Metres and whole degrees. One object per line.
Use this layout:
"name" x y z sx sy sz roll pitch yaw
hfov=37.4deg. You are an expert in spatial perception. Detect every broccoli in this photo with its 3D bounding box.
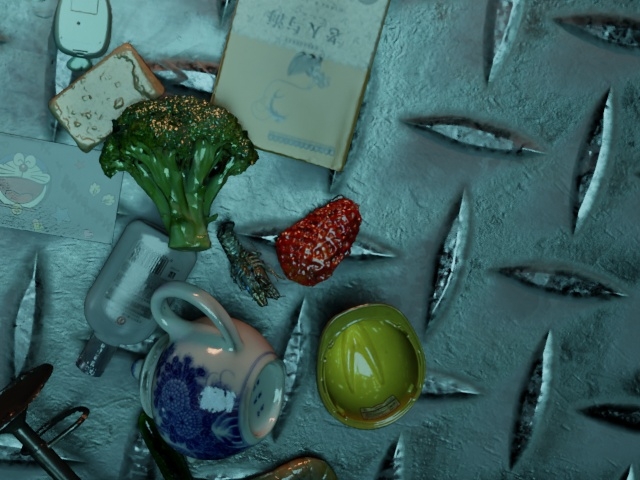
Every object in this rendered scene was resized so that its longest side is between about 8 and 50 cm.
"broccoli" -0.222 -0.111 1.575 0.269 0.254 0.269 7 74 -24

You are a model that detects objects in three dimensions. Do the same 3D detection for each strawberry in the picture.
"strawberry" 0.000 0.000 1.731 0.121 0.082 0.188 40 96 -12

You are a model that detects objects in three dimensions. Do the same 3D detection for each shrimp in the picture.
"shrimp" -0.130 0.042 1.726 0.082 0.076 0.174 -33 96 -14
"shrimp" -0.081 0.537 1.849 0.261 0.051 0.198 -18 105 -9

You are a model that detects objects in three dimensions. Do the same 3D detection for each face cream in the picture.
"face cream" -0.345 0.112 1.698 0.144 0.071 0.291 28 96 -16

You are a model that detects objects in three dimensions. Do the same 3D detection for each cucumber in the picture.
"cucumber" -0.277 0.441 1.793 0.056 0.056 0.284 -22 110 -5

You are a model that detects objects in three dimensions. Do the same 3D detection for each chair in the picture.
"chair" -0.439 0.439 1.676 0.226 0.226 0.401 -36 105 -1

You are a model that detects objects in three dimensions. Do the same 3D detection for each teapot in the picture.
"teapot" -0.217 0.252 1.679 0.280 0.252 0.424 10 126 23

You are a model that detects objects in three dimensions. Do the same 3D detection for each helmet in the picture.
"helmet" 0.078 0.212 1.758 0.205 0.140 0.257 -14 110 -8

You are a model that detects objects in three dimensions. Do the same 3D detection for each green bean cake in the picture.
"green bean cake" -0.364 -0.243 1.611 0.179 0.085 0.109 -39 104 -1

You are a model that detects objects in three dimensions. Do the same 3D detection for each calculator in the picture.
"calculator" -0.405 -0.363 1.610 0.095 0.021 0.153 7 99 -11

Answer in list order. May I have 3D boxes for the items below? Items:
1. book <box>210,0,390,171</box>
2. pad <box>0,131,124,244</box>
"book" -0.034 -0.340 1.674 0.268 0.032 0.389 13 99 -11
"pad" -0.477 -0.093 1.666 0.245 0.006 0.170 10 100 -11
